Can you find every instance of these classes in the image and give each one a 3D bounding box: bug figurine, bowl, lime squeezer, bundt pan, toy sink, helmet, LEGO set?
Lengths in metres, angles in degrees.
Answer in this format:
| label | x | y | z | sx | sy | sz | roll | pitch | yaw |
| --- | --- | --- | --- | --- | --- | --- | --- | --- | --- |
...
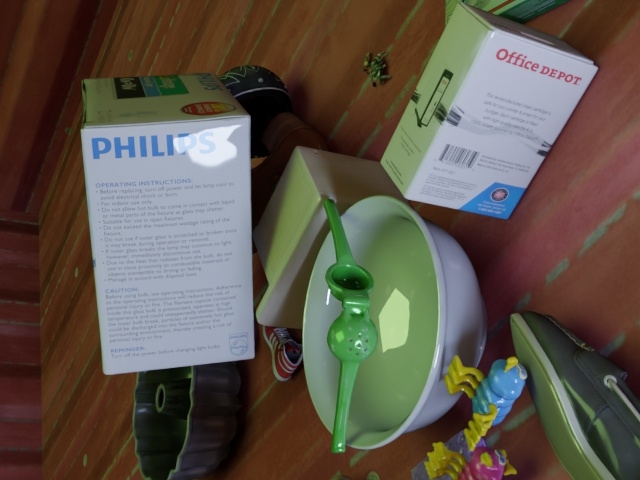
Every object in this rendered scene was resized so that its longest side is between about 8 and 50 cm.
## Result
| label | x | y | z | sx | sy | sz | roll | pitch | yaw |
| --- | --- | --- | --- | --- | --- | --- | --- | --- | --- |
| bug figurine | 0.182 | 0.255 | 0.807 | 0.216 | 0.072 | 0.279 | 107 | 155 | -47 |
| bowl | 0.104 | 0.099 | 1.013 | 0.298 | 0.134 | 0.298 | -24 | 62 | 58 |
| lime squeezer | 0.034 | 0.081 | 0.972 | 0.110 | 0.059 | 0.310 | 84 | -177 | -72 |
| bundt pan | -0.247 | 0.302 | 1.603 | 0.331 | 0.124 | 0.331 | -27 | 58 | 56 |
| toy sink | 0.000 | 0.000 | 1.212 | 0.234 | 0.153 | 0.131 | -63 | 34 | 32 |
| helmet | -0.127 | -0.227 | 1.494 | 0.169 | 0.169 | 0.161 | 10 | 108 | 61 |
| LEGO set | 0.078 | -0.259 | 1.272 | 0.083 | 0.023 | 0.054 | 19 | 99 | 61 |

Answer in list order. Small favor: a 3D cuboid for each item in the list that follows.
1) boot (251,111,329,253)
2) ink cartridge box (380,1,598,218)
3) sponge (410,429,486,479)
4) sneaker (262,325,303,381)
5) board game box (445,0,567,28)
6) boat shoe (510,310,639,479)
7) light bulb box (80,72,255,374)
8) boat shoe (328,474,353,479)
| label | x | y | z | sx | sy | sz | roll | pitch | yaw |
| --- | --- | --- | --- | --- | --- | --- | --- | --- | --- |
| boot | -0.056 | -0.049 | 1.399 | 0.283 | 0.109 | 0.220 | -60 | 39 | 21 |
| ink cartridge box | 0.180 | -0.137 | 0.926 | 0.203 | 0.148 | 0.086 | -64 | 31 | 27 |
| sponge | 0.167 | 0.330 | 0.942 | 0.117 | 0.031 | 0.210 | -53 | 39 | 40 |
| sneaker | -0.060 | 0.164 | 1.386 | 0.067 | 0.042 | 0.118 | -50 | 49 | 50 |
| board game box | 0.257 | -0.370 | 0.958 | 0.317 | 0.046 | 0.213 | -16 | 70 | 59 |
| boat shoe | 0.273 | 0.185 | 0.753 | 0.335 | 0.095 | 0.112 | -111 | 4 | -47 |
| light bulb box | -0.238 | -0.046 | 1.291 | 0.358 | 0.225 | 0.361 | -126 | 34 | -65 |
| boat shoe | 0.022 | 0.474 | 1.072 | 0.110 | 0.122 | 0.341 | -49 | 41 | 46 |
